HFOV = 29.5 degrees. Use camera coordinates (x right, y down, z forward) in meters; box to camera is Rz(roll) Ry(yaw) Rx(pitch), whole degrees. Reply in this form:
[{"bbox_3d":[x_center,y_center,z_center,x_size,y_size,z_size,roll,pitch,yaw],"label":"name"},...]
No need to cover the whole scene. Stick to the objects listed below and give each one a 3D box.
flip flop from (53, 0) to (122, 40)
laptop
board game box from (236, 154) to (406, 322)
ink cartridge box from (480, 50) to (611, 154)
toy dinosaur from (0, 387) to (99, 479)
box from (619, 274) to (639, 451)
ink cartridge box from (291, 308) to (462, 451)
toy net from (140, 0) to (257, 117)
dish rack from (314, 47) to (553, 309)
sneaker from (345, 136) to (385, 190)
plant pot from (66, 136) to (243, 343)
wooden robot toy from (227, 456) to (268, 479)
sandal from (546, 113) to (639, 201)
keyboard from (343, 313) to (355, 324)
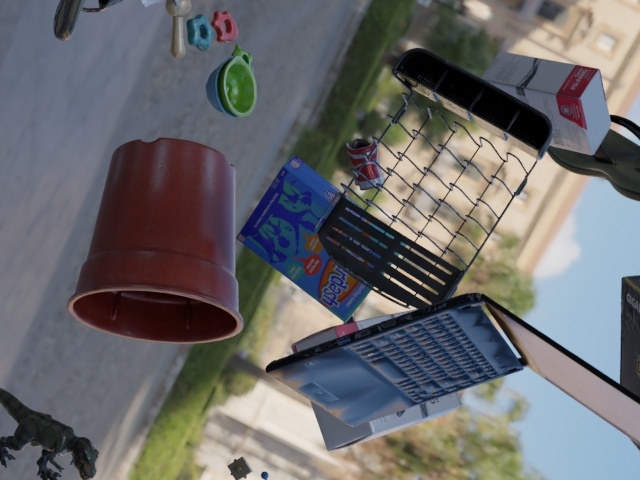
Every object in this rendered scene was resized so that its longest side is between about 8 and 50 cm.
[{"bbox_3d":[-0.321,-0.412,1.865,0.112,0.080,0.277,-30,-152,54],"label":"flip flop"},{"bbox_3d":[0.128,0.140,0.960,0.234,0.264,0.137,47,25,-64],"label":"laptop"},{"bbox_3d":[0.000,0.000,1.782,0.160,0.210,0.047,-55,177,37],"label":"board game box"},{"bbox_3d":[0.299,-0.184,1.618,0.063,0.150,0.109,-55,142,-24],"label":"ink cartridge box"},{"bbox_3d":[-0.419,0.289,1.765,0.064,0.268,0.118,-27,140,-56],"label":"toy dinosaur"},{"bbox_3d":[0.522,0.217,1.759,0.322,0.079,0.257,-112,-163,-72],"label":"box"},{"bbox_3d":[0.082,0.190,1.700,0.092,0.159,0.218,-28,167,37],"label":"ink cartridge box"},{"bbox_3d":[-0.134,-0.254,1.397,0.232,0.045,0.122,59,43,-37],"label":"toy net"},{"bbox_3d":[0.123,-0.063,1.421,0.271,0.208,0.074,-57,158,-3],"label":"dish rack"},{"bbox_3d":[0.059,-0.105,1.608,0.118,0.042,0.067,-100,175,-82],"label":"sneaker"},{"bbox_3d":[-0.244,-0.003,1.917,0.272,0.272,0.265,119,-23,-67],"label":"plant pot"},{"bbox_3d":[-0.075,0.399,1.823,0.076,0.173,0.079,-49,172,-4],"label":"wooden robot toy"},{"bbox_3d":[0.437,-0.137,1.776,0.303,0.120,0.086,-140,-142,-58],"label":"sandal"},{"bbox_3d":[0.053,0.159,2.021,0.108,0.023,0.180,73,5,-51],"label":"keyboard"}]
